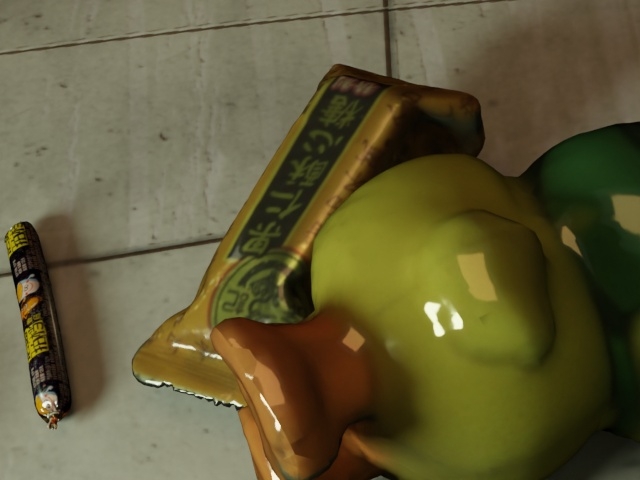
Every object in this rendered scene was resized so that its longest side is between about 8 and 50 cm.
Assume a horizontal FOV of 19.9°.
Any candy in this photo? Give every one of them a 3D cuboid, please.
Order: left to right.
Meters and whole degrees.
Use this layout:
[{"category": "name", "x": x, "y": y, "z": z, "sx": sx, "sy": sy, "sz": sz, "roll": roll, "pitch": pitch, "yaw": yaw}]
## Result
[{"category": "candy", "x": 0.000, "y": 0.000, "z": 1.158, "sx": 0.143, "sy": 0.101, "sz": 0.271, "roll": 15, "pitch": 59, "yaw": 37}]

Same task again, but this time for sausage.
[{"category": "sausage", "x": -0.189, "y": 0.052, "z": 1.216, "sx": 0.028, "sy": 0.025, "sz": 0.198, "roll": -20, "pitch": 44, "yaw": 1}]

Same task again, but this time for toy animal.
[{"category": "toy animal", "x": 0.105, "y": 0.036, "z": 1.005, "sx": 0.338, "sy": 0.216, "sz": 0.191, "roll": -18, "pitch": 55, "yaw": -9}]
